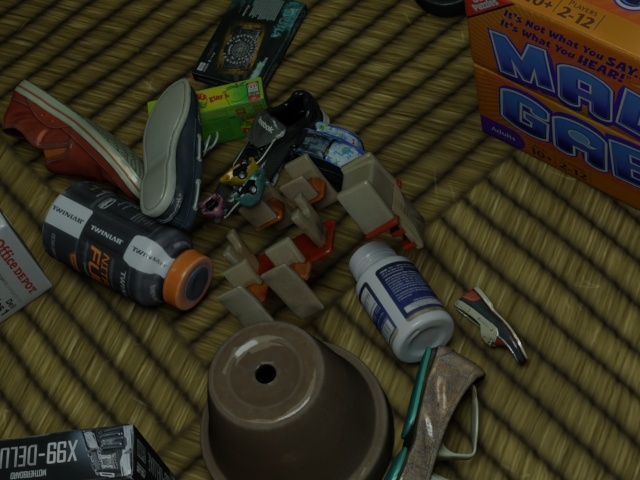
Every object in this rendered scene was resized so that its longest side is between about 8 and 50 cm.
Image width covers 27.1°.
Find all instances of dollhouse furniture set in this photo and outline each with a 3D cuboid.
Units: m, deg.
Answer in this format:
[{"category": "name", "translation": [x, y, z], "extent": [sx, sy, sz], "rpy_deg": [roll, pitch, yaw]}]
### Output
[{"category": "dollhouse furniture set", "translation": [0.000, 0.000, 1.847], "extent": [0.259, 0.135, 0.262], "rpy_deg": [-27, 29, 24]}]

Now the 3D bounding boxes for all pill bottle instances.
[{"category": "pill bottle", "translation": [0.107, 0.081, 1.852], "extent": [0.094, 0.094, 0.169], "rpy_deg": [-29, 53, -5]}, {"category": "pill bottle", "translation": [-0.278, 0.015, 1.953], "extent": [0.246, 0.130, 0.130], "rpy_deg": [25, 69, 24]}]

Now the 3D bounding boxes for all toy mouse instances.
[{"category": "toy mouse", "translation": [-0.122, -0.061, 1.909], "extent": [0.161, 0.031, 0.143], "rpy_deg": [-31, 27, 18]}]

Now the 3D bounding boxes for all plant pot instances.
[{"category": "plant pot", "translation": [-0.045, 0.219, 1.731], "extent": [0.263, 0.229, 0.263], "rpy_deg": [-5, 60, 8]}]

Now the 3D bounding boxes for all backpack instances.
[{"category": "backpack", "translation": [0.023, -0.119, 1.982], "extent": [0.114, 0.105, 0.084], "rpy_deg": [24, 69, 17]}]

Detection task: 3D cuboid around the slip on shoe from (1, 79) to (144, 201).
[{"category": "slip on shoe", "translation": [-0.377, -0.138, 2.080], "extent": [0.331, 0.123, 0.101], "rpy_deg": [33, 91, 28]}]

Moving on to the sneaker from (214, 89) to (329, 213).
[{"category": "sneaker", "translation": [-0.084, -0.144, 2.017], "extent": [0.078, 0.106, 0.234], "rpy_deg": [37, 73, 28]}]

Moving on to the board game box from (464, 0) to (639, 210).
[{"category": "board game box", "translation": [0.455, -0.301, 1.850], "extent": [0.356, 0.356, 0.356], "rpy_deg": [30, 71, 26]}]

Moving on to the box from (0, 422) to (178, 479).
[{"category": "box", "translation": [-0.355, 0.329, 1.725], "extent": [0.308, 0.242, 0.076], "rpy_deg": [-7, 59, 7]}]

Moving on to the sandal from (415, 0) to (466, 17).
[{"category": "sandal", "translation": [0.130, -0.551, 2.205], "extent": [0.168, 0.107, 0.445], "rpy_deg": [-35, 60, -9]}]

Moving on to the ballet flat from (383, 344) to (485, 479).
[{"category": "ballet flat", "translation": [0.144, 0.284, 1.731], "extent": [0.106, 0.107, 0.316], "rpy_deg": [21, 67, 1]}]

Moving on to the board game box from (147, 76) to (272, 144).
[{"category": "board game box", "translation": [-0.169, -0.193, 2.071], "extent": [0.181, 0.092, 0.043], "rpy_deg": [-12, 60, 5]}]

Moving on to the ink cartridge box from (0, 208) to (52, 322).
[{"category": "ink cartridge box", "translation": [-0.560, 0.065, 1.940], "extent": [0.278, 0.201, 0.117], "rpy_deg": [-36, 61, -10]}]

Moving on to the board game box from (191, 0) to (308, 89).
[{"category": "board game box", "translation": [-0.114, -0.325, 2.174], "extent": [0.126, 0.026, 0.186], "rpy_deg": [18, 65, 20]}]

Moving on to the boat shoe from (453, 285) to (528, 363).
[{"category": "boat shoe", "translation": [0.236, 0.122, 1.832], "extent": [0.043, 0.049, 0.137], "rpy_deg": [-34, 57, -5]}]

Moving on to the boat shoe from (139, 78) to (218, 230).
[{"category": "boat shoe", "translation": [-0.205, -0.128, 1.952], "extent": [0.095, 0.079, 0.254], "rpy_deg": [-33, 42, 32]}]
